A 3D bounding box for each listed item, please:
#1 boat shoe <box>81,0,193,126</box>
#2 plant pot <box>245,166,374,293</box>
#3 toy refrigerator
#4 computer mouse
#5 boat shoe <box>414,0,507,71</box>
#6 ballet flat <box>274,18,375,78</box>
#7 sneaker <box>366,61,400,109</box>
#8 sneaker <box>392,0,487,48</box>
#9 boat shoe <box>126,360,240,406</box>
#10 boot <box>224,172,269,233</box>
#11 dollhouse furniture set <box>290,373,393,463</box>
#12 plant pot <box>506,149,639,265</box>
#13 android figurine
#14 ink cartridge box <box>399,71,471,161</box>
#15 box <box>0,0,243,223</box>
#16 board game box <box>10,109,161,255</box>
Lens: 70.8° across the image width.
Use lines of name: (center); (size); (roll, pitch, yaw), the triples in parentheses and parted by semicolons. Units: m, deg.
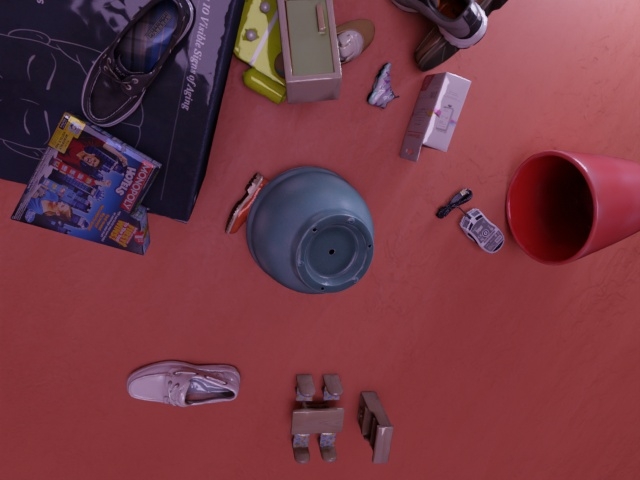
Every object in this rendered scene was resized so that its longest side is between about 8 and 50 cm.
boat shoe: (-0.260, -0.248, 0.627); (0.228, 0.076, 0.080); (-42, 114, 11)
plant pot: (0.000, 0.000, 0.992); (0.293, 0.196, 0.293); (-8, 112, -19)
toy refrigerator: (-0.027, -0.406, 0.842); (0.102, 0.094, 0.269); (-5, 81, -3)
computer mouse: (0.394, -0.041, 1.163); (0.193, 0.042, 0.106); (44, 90, -13)
boat shoe: (0.313, -0.511, 0.989); (0.307, 0.111, 0.104); (-42, 82, 9)
ballet flat: (0.020, -0.382, 0.924); (0.232, 0.073, 0.080); (-26, 132, -5)
sneaker: (0.156, -0.350, 1.033); (0.069, 0.038, 0.098); (20, 111, -17)
sneaker: (0.223, -0.504, 0.911); (0.271, 0.108, 0.100); (47, 107, 22)
boat shoe: (-0.338, 0.361, 1.109); (0.277, 0.096, 0.098); (-1, 106, -10)
boot: (-0.157, -0.069, 1.043); (0.084, 0.059, 0.158); (34, 96, -22)
dollhouse furniture set: (0.047, 0.488, 1.184); (0.242, 0.161, 0.212); (2, 105, -11)
plant pot: (0.640, -0.091, 1.095); (0.243, 0.275, 0.275); (-9, 107, -19)
android figurine: (-0.078, -0.427, 0.957); (0.273, 0.056, 0.248); (29, 99, -19)
ink cartridge box: (0.257, -0.273, 1.031); (0.067, 0.115, 0.198); (14, 104, -14)
box: (-0.395, -0.341, 0.763); (0.472, 0.297, 0.480); (14, 112, -13)
board game box: (-0.339, -0.071, 0.709); (0.194, 0.060, 0.194); (32, 107, -22)
